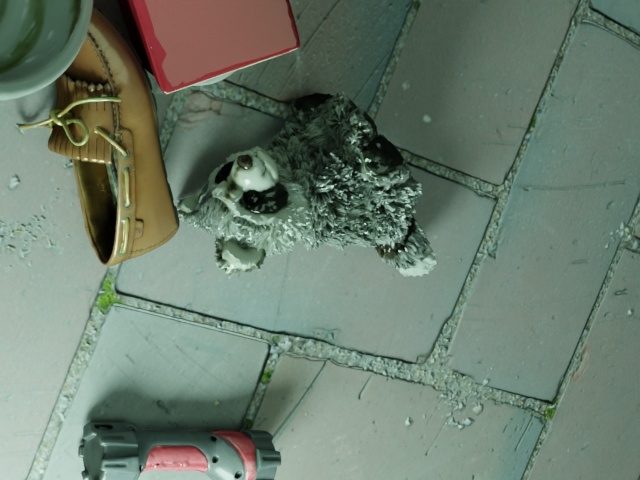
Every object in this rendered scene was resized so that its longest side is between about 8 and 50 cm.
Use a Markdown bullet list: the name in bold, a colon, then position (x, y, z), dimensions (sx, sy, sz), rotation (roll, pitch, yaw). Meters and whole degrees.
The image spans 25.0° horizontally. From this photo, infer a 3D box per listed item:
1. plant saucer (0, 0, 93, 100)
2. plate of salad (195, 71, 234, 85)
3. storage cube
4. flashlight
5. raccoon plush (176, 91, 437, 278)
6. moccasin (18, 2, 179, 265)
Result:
- **plant saucer**: position (-0.437, -0.339, 1.637), dimensions (0.400, 0.100, 0.400), rotation (25, 57, -44)
- **plate of salad**: position (-0.154, -0.306, 1.958), dimensions (0.200, 0.048, 0.199), rotation (-14, 115, -33)
- **storage cube**: position (-0.154, -0.320, 1.823), dimensions (0.215, 0.183, 0.193), rotation (-20, 112, -10)
- **flashlight**: position (-0.206, 0.330, 2.132), dimensions (0.304, 0.103, 0.103), rotation (5, 107, -39)
- **raccoon plush**: position (0.000, 0.000, 2.102), dimensions (0.299, 0.216, 0.446), rotation (-40, 127, -8)
- **moccasin**: position (-0.296, -0.139, 1.872), dimensions (0.147, 0.139, 0.380), rotation (-34, 134, -32)
